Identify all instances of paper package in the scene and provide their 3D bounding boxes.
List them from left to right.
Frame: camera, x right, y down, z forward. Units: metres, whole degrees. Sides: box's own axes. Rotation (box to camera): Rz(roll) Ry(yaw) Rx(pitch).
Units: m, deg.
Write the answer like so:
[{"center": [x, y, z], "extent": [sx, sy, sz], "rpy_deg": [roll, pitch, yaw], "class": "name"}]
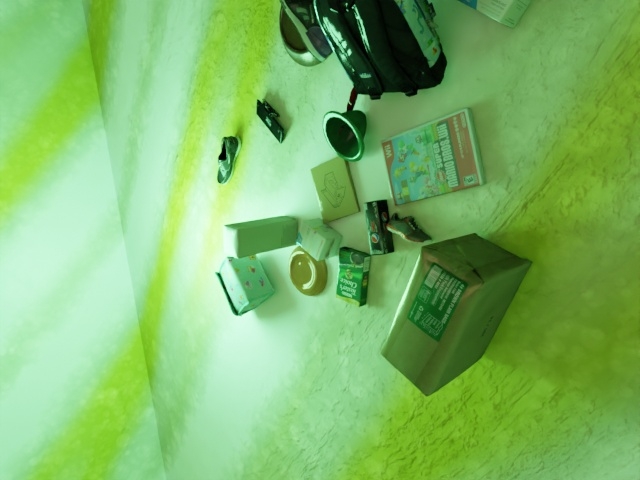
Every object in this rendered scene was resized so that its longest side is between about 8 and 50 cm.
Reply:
[{"center": [0.332, 0.171, 1.069], "extent": [0.168, 0.309, 0.325], "rpy_deg": [34, 119, 34], "class": "paper package"}]

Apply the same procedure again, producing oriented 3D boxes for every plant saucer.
[{"center": [-0.057, 0.114, 1.629], "extent": [0.199, 0.037, 0.200], "rpy_deg": [11, 106, 42], "class": "plant saucer"}, {"center": [-0.042, -0.746, 1.436], "extent": [0.310, 0.050, 0.311], "rpy_deg": [11, 106, 44], "class": "plant saucer"}]

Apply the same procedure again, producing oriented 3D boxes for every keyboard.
[{"center": [-0.183, -0.466, 1.649], "extent": [0.192, 0.038, 0.100], "rpy_deg": [52, 153, 22], "class": "keyboard"}]

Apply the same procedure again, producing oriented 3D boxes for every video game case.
[{"center": [0.306, -0.225, 1.216], "extent": [0.285, 0.025, 0.204], "rpy_deg": [-12, 90, 45], "class": "video game case"}]

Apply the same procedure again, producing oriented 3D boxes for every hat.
[{"center": [0.125, -0.382, 1.366], "extent": [0.173, 0.183, 0.209], "rpy_deg": [37, 155, 22], "class": "hat"}]

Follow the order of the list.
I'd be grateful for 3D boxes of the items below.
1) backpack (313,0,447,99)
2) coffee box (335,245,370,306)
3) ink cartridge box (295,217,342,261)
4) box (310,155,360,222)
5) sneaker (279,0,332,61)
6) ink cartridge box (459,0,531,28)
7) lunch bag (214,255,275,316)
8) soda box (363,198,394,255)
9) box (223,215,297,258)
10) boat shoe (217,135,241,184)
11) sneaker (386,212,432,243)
[{"center": [0.138, -0.559, 1.089], "extent": [0.290, 0.355, 0.274], "rpy_deg": [9, 81, 41], "class": "backpack"}, {"center": [0.109, 0.123, 1.465], "extent": [0.113, 0.040, 0.184], "rpy_deg": [18, 111, 41], "class": "coffee box"}, {"center": [0.000, 0.000, 1.513], "extent": [0.143, 0.089, 0.092], "rpy_deg": [40, 124, 31], "class": "ink cartridge box"}, {"center": [0.049, -0.174, 1.479], "extent": [0.164, 0.021, 0.202], "rpy_deg": [-17, 86, 45], "class": "box"}, {"center": [-0.021, -0.701, 1.338], "extent": [0.124, 0.107, 0.284], "rpy_deg": [-35, 77, 27], "class": "sneaker"}, {"center": [0.427, -0.616, 0.975], "extent": [0.148, 0.085, 0.203], "rpy_deg": [47, 128, 28], "class": "ink cartridge box"}, {"center": [-0.335, 0.190, 1.836], "extent": [0.262, 0.160, 0.224], "rpy_deg": [-41, 72, 53], "class": "lunch bag"}, {"center": [0.183, -0.041, 1.348], "extent": [0.053, 0.060, 0.169], "rpy_deg": [-6, 93, 43], "class": "soda box"}, {"center": [-0.215, -0.018, 1.588], "extent": [0.094, 0.275, 0.113], "rpy_deg": [16, 109, 43], "class": "box"}, {"center": [-0.413, -0.343, 1.858], "extent": [0.084, 0.079, 0.233], "rpy_deg": [45, 128, 27], "class": "boat shoe"}, {"center": [0.263, -0.038, 1.273], "extent": [0.157, 0.061, 0.065], "rpy_deg": [29, 111, 37], "class": "sneaker"}]
